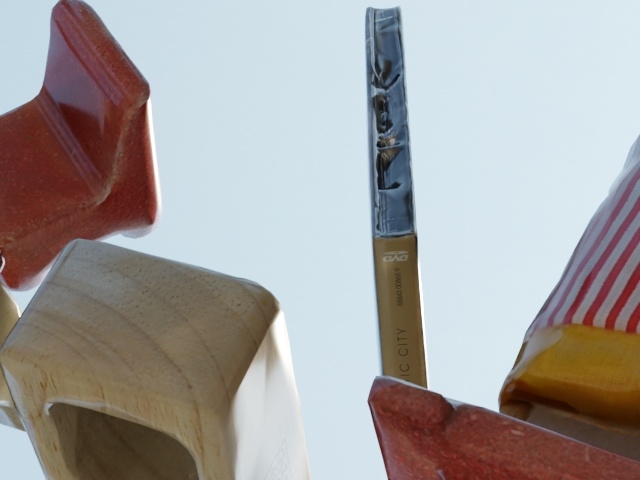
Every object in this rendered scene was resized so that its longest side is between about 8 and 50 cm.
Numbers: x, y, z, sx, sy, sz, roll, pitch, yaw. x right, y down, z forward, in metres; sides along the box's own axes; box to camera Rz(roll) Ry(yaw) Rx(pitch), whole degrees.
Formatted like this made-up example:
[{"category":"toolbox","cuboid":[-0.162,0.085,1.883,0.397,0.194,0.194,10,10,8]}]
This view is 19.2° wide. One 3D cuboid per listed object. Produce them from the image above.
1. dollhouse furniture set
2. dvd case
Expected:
[{"category":"dollhouse furniture set","cuboid":[0.000,0.000,0.523,0.201,0.374,0.152,-58,-26,-35]},{"category":"dvd case","cuboid":[0.030,0.051,0.666,0.018,0.164,0.221,-4,-59,3]}]
